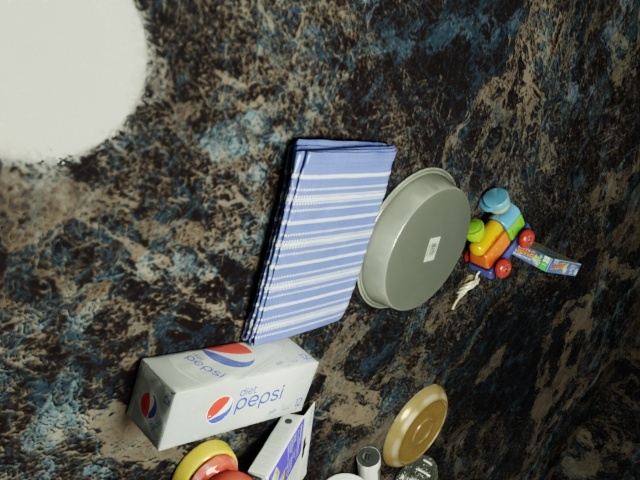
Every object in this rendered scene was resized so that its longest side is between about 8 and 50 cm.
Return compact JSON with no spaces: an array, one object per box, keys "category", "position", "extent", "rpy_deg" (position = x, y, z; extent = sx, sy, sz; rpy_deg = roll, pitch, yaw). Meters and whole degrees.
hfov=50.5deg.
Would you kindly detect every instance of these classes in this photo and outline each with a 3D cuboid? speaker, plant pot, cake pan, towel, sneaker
[{"category":"speaker","position":[0.112,0.534,1.557],"extent":[0.055,0.055,0.136],"rpy_deg":[-33,136,-30]},{"category":"plant pot","position":[0.244,0.466,1.681],"extent":[0.236,0.032,0.237],"rpy_deg":[-29,134,-35]},{"category":"cake pan","position":[0.187,0.008,1.283],"extent":[0.293,0.054,0.293],"rpy_deg":[-28,133,-35]},{"category":"towel","position":[0.000,0.000,1.087],"extent":[0.243,0.040,0.336],"rpy_deg":[-9,122,-48]},{"category":"sneaker","position":[0.211,0.676,1.752],"extent":[0.272,0.100,0.108],"rpy_deg":[-59,176,-10]}]

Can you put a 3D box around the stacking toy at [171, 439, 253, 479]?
[{"category":"stacking toy","position":[-0.222,0.508,1.074],"extent":[0.279,0.130,0.309],"rpy_deg":[-14,119,-43]}]

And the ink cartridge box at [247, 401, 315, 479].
[{"category":"ink cartridge box","position":[-0.076,0.428,1.253],"extent":[0.208,0.045,0.207],"rpy_deg":[-46,148,-55]}]

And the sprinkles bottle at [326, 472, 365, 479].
[{"category":"sprinkles bottle","position":[0.051,0.685,1.536],"extent":[0.121,0.121,0.356],"rpy_deg":[-27,133,-35]}]

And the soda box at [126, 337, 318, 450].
[{"category":"soda box","position":[-0.138,0.219,1.024],"extent":[0.286,0.091,0.098],"rpy_deg":[-2,117,-48]}]

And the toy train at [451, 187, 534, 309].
[{"category":"toy train","position":[0.333,0.017,1.426],"extent":[0.248,0.105,0.143],"rpy_deg":[-48,131,-14]}]

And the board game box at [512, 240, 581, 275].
[{"category":"board game box","position":[0.521,0.036,1.616],"extent":[0.201,0.136,0.035],"rpy_deg":[8,109,-52]}]
